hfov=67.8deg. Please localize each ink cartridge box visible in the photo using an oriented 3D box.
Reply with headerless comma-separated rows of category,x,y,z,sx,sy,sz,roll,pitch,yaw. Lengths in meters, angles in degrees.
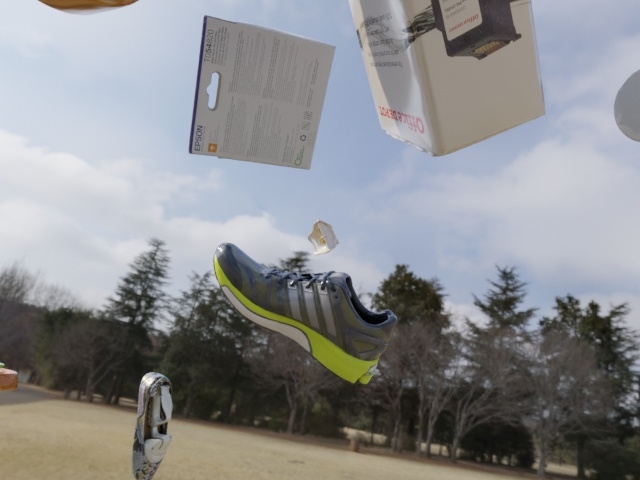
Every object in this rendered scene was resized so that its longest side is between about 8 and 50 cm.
ink cartridge box,-0.103,-0.243,0.813,0.223,0.224,0.045,4,23,-23
ink cartridge box,0.091,-0.212,0.415,0.100,0.238,0.172,-19,22,-1

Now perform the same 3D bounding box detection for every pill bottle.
pill bottle,0.336,-0.123,0.425,0.137,0.078,0.078,-9,-11,-24

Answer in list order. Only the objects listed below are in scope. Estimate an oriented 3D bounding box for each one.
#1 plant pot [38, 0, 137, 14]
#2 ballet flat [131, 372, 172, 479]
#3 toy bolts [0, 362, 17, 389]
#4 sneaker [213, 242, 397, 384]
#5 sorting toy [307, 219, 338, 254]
plant pot,-0.178,-0.327,0.426,0.187,0.205,0.205,2,-22,22
ballet flat,-0.178,0.202,0.513,0.041,0.115,0.041,-1,-13,0
toy bolts,-0.681,0.294,0.834,0.218,0.159,0.228,0,-17,36
sneaker,-0.020,0.082,0.707,0.299,0.121,0.111,33,15,-6
sorting toy,0.000,0.000,1.207,0.075,0.083,0.044,-33,-16,38
